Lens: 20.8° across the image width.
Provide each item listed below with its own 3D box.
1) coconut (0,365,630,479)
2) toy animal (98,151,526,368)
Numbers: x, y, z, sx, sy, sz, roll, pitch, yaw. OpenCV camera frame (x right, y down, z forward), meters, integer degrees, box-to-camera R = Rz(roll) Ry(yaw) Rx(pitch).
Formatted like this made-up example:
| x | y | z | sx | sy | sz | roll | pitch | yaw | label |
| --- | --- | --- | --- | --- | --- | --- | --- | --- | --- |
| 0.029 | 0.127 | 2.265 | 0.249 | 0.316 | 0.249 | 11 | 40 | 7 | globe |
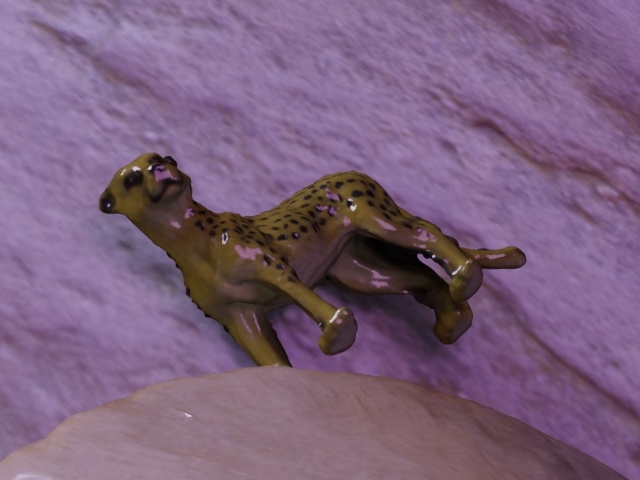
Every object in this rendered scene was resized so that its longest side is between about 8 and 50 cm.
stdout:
| x | y | z | sx | sy | sz | roll | pitch | yaw | label |
| --- | --- | --- | --- | --- | --- | --- | --- | --- | --- |
| 0.006 | 0.174 | 0.484 | 0.328 | 0.329 | 0.329 | 18 | 43 | -18 | coconut |
| 0.000 | 0.000 | 0.845 | 0.181 | 0.073 | 0.136 | -22 | 58 | -41 | toy animal |
